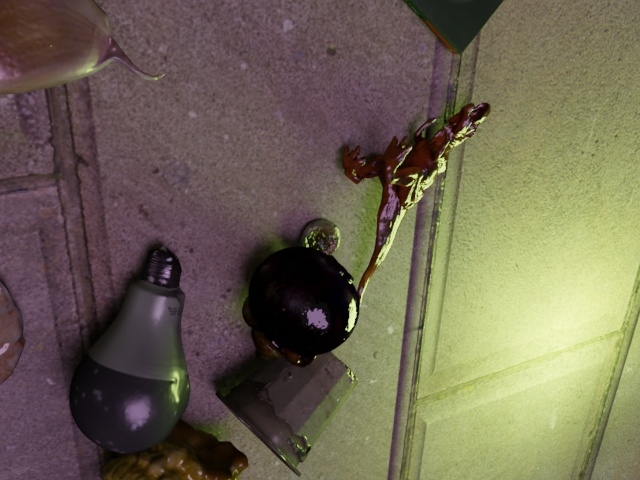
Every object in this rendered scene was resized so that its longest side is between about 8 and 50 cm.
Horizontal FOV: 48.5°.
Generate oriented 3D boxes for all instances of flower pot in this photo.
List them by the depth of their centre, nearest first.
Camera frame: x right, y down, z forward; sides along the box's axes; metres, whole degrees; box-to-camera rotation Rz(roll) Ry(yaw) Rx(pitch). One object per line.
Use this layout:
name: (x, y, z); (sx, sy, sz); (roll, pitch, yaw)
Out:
flower pot: (-0.051, 0.278, 1.281); (0.202, 0.212, 0.212); (-47, 130, -12)

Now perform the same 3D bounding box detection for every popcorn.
popcorn: (-0.247, 0.425, 1.241); (0.252, 0.206, 0.236); (-33, 114, -26)

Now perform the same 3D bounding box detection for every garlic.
garlic: (-0.326, -0.255, 0.848); (0.267, 0.128, 0.148); (-13, 117, -26)

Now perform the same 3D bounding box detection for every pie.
pie: (0.000, 0.000, 1.257); (0.085, 0.017, 0.085); (-14, 123, -23)

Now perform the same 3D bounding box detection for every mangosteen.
mangosteen: (-0.046, 0.120, 1.197); (0.230, 0.194, 0.194); (-45, 130, 14)

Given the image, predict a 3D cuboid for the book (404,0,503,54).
book: (0.186, -0.496, 1.079); (0.371, 0.043, 0.260); (35, 98, -38)

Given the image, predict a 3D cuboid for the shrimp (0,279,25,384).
shrimp: (-0.567, 0.119, 0.949); (0.360, 0.085, 0.246); (28, 96, -45)

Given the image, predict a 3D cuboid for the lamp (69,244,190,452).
lamp: (-0.272, 0.178, 1.126); (0.182, 0.182, 0.313); (34, 72, -39)

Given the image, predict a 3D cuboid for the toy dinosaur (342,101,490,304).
toy dinosaur: (0.124, -0.093, 1.235); (0.432, 0.097, 0.208); (-52, 139, 9)
